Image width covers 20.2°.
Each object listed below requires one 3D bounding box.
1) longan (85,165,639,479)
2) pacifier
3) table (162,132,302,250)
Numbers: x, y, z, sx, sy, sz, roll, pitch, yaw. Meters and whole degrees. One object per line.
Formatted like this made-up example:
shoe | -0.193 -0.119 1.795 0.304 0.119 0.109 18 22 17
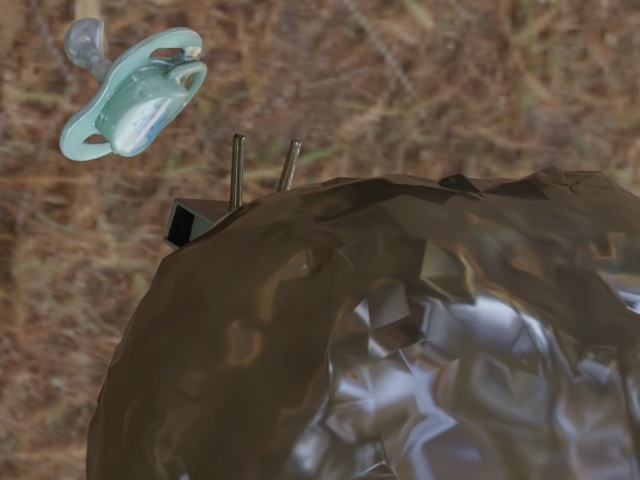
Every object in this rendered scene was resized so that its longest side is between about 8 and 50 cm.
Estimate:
longan | 0.072 0.157 1.081 0.435 0.404 0.404 -2 98 -45
pacifier | -0.161 -0.134 1.459 0.126 0.117 0.150 -12 147 -50
table | 0.000 0.000 1.464 0.121 0.240 0.111 1 112 -45
